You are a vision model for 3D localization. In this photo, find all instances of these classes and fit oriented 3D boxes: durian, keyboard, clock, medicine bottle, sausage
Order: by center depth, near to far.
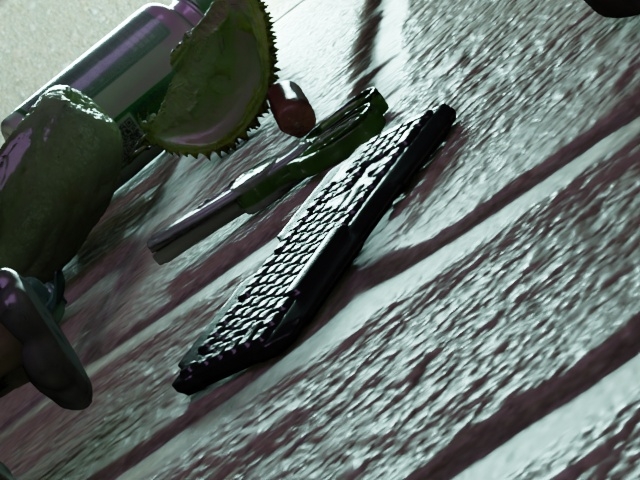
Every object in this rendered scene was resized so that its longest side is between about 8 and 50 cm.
[{"bbox_3d":[0.000,0.000,1.026,0.106,0.016,0.262,-27,17,40],"label":"keyboard"},{"bbox_3d":[-0.251,0.068,1.409,0.135,0.041,0.101,-26,18,43],"label":"clock"},{"bbox_3d":[-0.025,-0.109,1.432,0.030,0.035,0.147,-15,12,-3],"label":"sausage"},{"bbox_3d":[-0.094,-0.134,1.546,0.215,0.100,0.086,-58,8,22],"label":"durian"},{"bbox_3d":[-0.191,-0.156,1.810,0.274,0.133,0.133,-42,13,-13],"label":"medicine bottle"}]

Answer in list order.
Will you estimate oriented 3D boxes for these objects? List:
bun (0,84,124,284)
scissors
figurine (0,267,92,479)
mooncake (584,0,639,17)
[{"bbox_3d":[-0.254,-0.036,1.581,0.221,0.108,0.221,-56,4,6],"label":"bun"},{"bbox_3d":[-0.040,-0.042,1.249,0.204,0.027,0.101,-33,11,14],"label":"scissors"},{"bbox_3d":[-0.304,0.162,0.968,0.387,0.166,0.207,-35,-6,-4],"label":"figurine"},{"bbox_3d":[0.225,-0.235,0.991,0.245,0.133,0.245,-33,21,15],"label":"mooncake"}]
